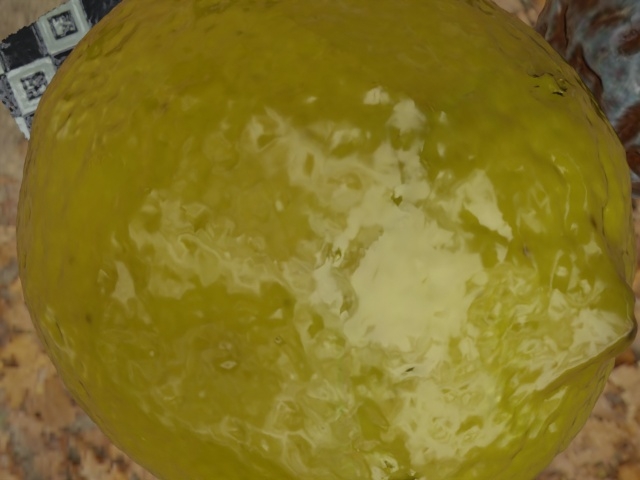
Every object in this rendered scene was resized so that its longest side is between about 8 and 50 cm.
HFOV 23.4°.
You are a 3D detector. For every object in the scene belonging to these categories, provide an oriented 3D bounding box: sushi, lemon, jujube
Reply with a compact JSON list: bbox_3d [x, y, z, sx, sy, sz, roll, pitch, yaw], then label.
[{"bbox_3d":[-0.169,-0.125,1.352,0.193,0.040,0.210,-32,115,-8],"label":"sushi"},{"bbox_3d":[0.002,0.001,0.827,0.336,0.336,0.336,-4,119,-7],"label":"lemon"},{"bbox_3d":[0.322,-0.173,1.463,0.215,0.246,0.308,-36,160,-25],"label":"jujube"}]
